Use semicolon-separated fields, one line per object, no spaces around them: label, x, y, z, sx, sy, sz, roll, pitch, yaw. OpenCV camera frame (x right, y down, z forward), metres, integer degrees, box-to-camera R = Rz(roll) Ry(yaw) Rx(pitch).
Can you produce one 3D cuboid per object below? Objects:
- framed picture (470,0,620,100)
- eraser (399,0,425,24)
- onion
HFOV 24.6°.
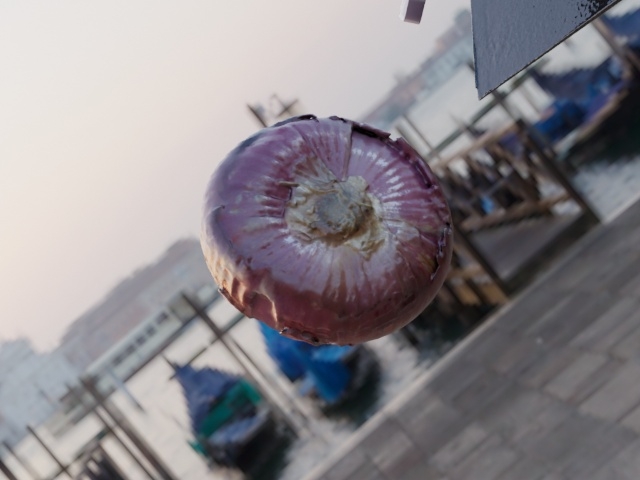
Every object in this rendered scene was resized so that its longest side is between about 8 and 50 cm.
framed picture;0.323;-0.381;2.082;0.338;0.014;0.255;-35;47;48
eraser;0.134;-0.354;2.019;0.065;0.026;0.105;-108;30;-71
onion;0.000;0.000;1.334;0.230;0.230;0.163;-41;-10;-24
